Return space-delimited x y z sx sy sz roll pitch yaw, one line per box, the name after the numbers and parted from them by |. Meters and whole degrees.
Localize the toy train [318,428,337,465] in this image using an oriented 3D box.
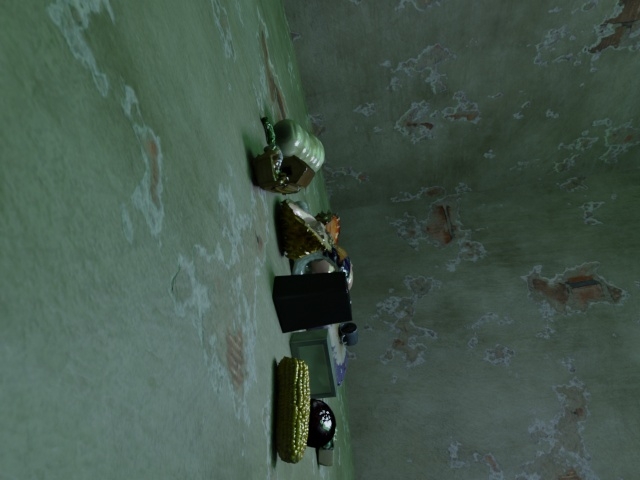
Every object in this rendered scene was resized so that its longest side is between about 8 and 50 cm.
0.025 0.810 1.996 0.194 0.081 0.125 30 63 -86 | toy train

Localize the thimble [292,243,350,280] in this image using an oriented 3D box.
0.005 0.127 1.953 0.150 0.238 0.237 -65 147 -73 | thimble

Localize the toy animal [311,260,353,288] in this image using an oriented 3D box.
0.035 0.144 2.211 0.209 0.221 0.229 -97 177 -48 | toy animal

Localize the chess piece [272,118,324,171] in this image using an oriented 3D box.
-0.101 -0.367 1.940 0.330 0.183 0.182 20 63 -77 | chess piece

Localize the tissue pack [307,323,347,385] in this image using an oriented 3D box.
0.030 0.438 2.206 0.242 0.126 0.343 -56 136 -72 | tissue pack

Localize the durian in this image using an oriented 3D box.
-0.078 -0.061 1.799 0.195 0.186 0.305 59 11 -23 | durian

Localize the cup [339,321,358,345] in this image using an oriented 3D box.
0.120 0.418 2.185 0.100 0.078 0.077 -36 128 -38 | cup

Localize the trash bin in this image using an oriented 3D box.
-0.021 0.188 1.580 0.115 0.226 0.165 -91 171 -56 | trash bin

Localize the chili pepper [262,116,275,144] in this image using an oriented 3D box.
-0.179 -0.390 1.746 0.117 0.035 0.055 82 -13 -45 | chili pepper

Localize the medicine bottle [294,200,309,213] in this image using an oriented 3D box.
-0.086 -0.101 2.046 0.130 0.081 0.080 -91 171 -54 | medicine bottle

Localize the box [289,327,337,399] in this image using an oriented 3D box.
-0.021 0.432 1.735 0.086 0.130 0.224 -77 158 -75 | box

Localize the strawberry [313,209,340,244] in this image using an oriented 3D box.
0.005 -0.016 2.569 0.253 0.150 0.280 -62 152 -44 | strawberry

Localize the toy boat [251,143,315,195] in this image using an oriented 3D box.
-0.105 -0.221 1.624 0.445 0.162 0.135 -18 98 -84 | toy boat

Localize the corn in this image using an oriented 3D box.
-0.075 0.453 1.355 0.101 0.101 0.291 76 9 -46 | corn

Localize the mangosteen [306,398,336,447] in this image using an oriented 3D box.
-0.030 0.563 1.524 0.152 0.153 0.152 -8 90 -84 | mangosteen
